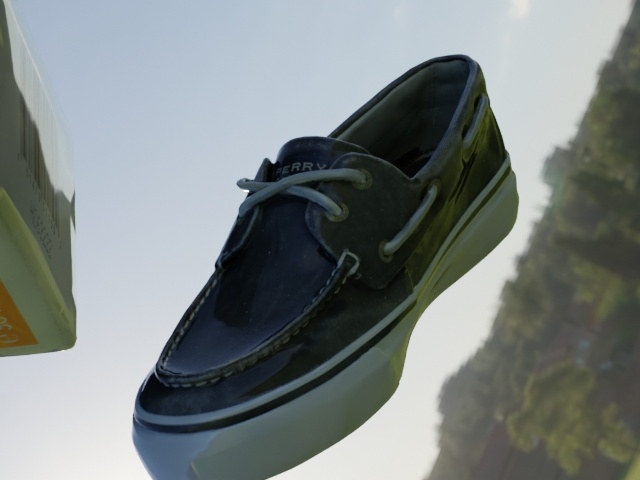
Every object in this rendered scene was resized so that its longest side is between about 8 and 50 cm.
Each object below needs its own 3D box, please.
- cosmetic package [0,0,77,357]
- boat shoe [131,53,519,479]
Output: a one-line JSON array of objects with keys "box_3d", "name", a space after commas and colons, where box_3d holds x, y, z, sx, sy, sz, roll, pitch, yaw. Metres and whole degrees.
[{"box_3d": [-0.381, -0.025, 0.827, 0.230, 0.453, 0.161, 81, -177, -64], "name": "cosmetic package"}, {"box_3d": [0.000, 0.000, 0.778, 0.335, 0.121, 0.119, -46, -52, -50], "name": "boat shoe"}]
